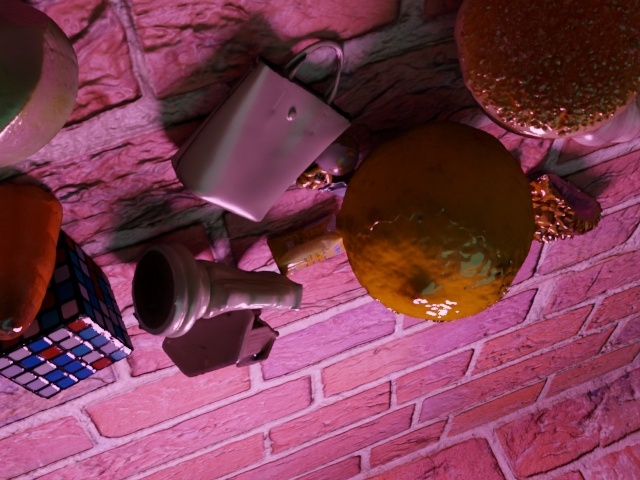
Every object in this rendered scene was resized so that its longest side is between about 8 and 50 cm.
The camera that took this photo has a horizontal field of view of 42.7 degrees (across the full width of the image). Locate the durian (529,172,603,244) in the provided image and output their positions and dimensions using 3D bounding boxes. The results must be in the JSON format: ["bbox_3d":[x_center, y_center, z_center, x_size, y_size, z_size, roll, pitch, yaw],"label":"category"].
[{"bbox_3d":[0.530,-0.044,1.881,0.191,0.112,0.341,-44,146,23],"label":"durian"}]

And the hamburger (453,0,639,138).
[{"bbox_3d":[0.344,-0.291,1.229,0.302,0.302,0.170,-27,167,3],"label":"hamburger"}]

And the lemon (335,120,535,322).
[{"bbox_3d":[0.209,-0.043,1.454,0.350,0.387,0.349,13,137,13],"label":"lemon"}]

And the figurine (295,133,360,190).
[{"bbox_3d":[0.008,-0.135,1.433,0.143,0.068,0.101,-21,145,24],"label":"figurine"}]

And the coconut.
[{"bbox_3d":[-0.401,-0.187,0.941,0.236,0.236,0.204,15,90,-46],"label":"coconut"}]

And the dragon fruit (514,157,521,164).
[{"bbox_3d":[0.371,-0.106,1.722,0.126,0.068,0.112,-20,148,-6],"label":"dragon fruit"}]

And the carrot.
[{"bbox_3d":[-0.459,0.040,1.207,0.159,0.225,0.159,-10,140,-9],"label":"carrot"}]

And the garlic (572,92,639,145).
[{"bbox_3d":[0.457,-0.278,1.454,0.245,0.245,0.253,-5,179,-30],"label":"garlic"}]

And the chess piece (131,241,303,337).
[{"bbox_3d":[-0.185,0.090,1.527,0.298,0.175,0.176,2,139,-40],"label":"chess piece"}]

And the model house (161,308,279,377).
[{"bbox_3d":[-0.198,0.217,1.753,0.229,0.122,0.188,-22,164,21],"label":"model house"}]

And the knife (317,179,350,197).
[{"bbox_3d":[0.106,-0.086,1.607,0.296,0.026,0.044,11,136,-47],"label":"knife"}]

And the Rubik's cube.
[{"bbox_3d":[-0.452,0.126,1.373,0.184,0.187,0.182,-28,148,0],"label":"Rubik's cube"}]

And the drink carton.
[{"bbox_3d":[0.000,0.000,1.611,0.200,0.074,0.084,-23,148,-2],"label":"drink carton"}]

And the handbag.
[{"bbox_3d":[-0.067,-0.176,1.283,0.315,0.109,0.241,-42,146,19],"label":"handbag"}]
